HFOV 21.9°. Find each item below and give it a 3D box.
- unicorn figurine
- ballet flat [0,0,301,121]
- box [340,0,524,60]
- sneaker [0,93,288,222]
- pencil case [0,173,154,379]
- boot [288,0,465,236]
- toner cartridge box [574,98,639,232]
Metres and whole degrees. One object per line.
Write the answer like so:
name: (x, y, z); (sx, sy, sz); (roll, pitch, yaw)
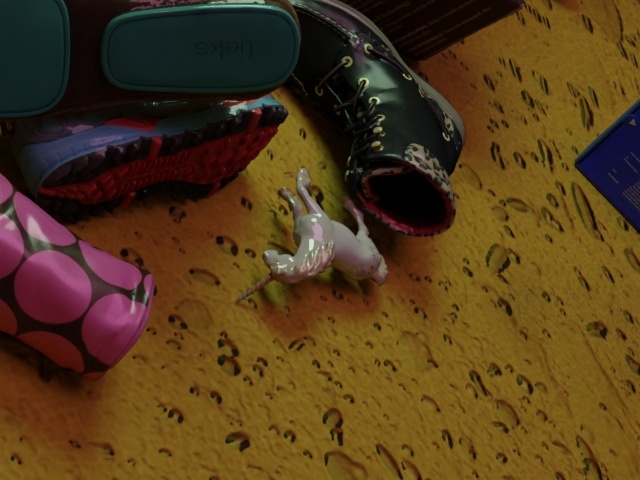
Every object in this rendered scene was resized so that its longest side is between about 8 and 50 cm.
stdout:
unicorn figurine: (0.000, 0.000, 1.345); (0.162, 0.060, 0.111); (11, 43, -34)
ballet flat: (-0.183, -0.153, 1.182); (0.342, 0.116, 0.124); (-6, 23, -24)
box: (0.077, -0.304, 1.593); (0.203, 0.167, 0.169); (21, 66, -28)
sneaker: (-0.133, -0.103, 1.282); (0.262, 0.104, 0.125); (-13, 62, -50)
pencil case: (-0.211, 0.004, 1.113); (0.209, 0.095, 0.098); (37, 21, -14)
boot: (0.034, -0.114, 1.450); (0.236, 0.085, 0.179); (38, 25, -16)
toner cartridge box: (0.445, -0.016, 1.710); (0.348, 0.165, 0.075); (47, 34, 3)
